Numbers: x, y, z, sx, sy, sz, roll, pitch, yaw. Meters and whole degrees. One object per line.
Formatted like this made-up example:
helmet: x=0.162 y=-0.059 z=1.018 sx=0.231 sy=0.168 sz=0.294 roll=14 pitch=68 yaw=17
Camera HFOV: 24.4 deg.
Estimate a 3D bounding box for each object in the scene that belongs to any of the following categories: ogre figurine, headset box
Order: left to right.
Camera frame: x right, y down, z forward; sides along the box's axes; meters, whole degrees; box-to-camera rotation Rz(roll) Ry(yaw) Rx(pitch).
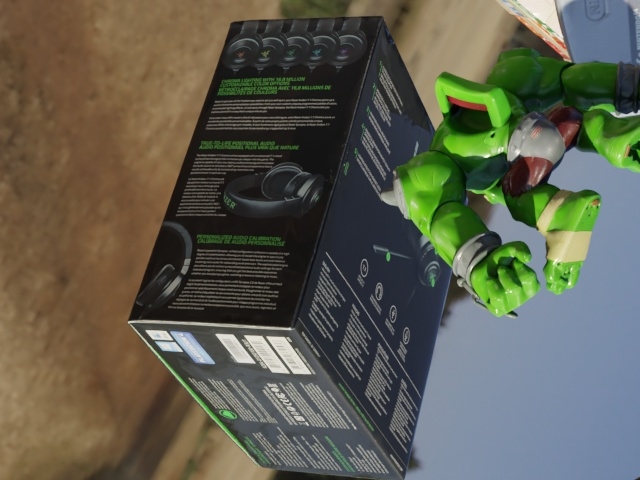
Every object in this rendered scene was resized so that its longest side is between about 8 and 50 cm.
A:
headset box: x=0.000 y=0.000 z=1.119 sx=0.246 sy=0.131 sz=0.283 roll=57 pitch=42 yaw=-52
ogre figurine: x=0.123 y=-0.051 z=0.870 sx=0.197 sy=0.118 sz=0.097 roll=-58 pitch=150 yaw=-6

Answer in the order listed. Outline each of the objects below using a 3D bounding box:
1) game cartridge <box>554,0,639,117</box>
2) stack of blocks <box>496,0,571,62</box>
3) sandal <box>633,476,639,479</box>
game cartridge: x=0.303 y=-0.250 z=1.311 sx=0.062 sy=0.198 sz=0.297 roll=-84 pitch=165 yaw=-52
stack of blocks: x=0.280 y=-0.275 z=1.699 sx=0.087 sy=0.297 sz=0.171 roll=-50 pitch=-168 yaw=6
sandal: x=0.234 y=0.205 z=1.062 sx=0.254 sy=0.055 sz=0.097 roll=-49 pitch=148 yaw=-42
